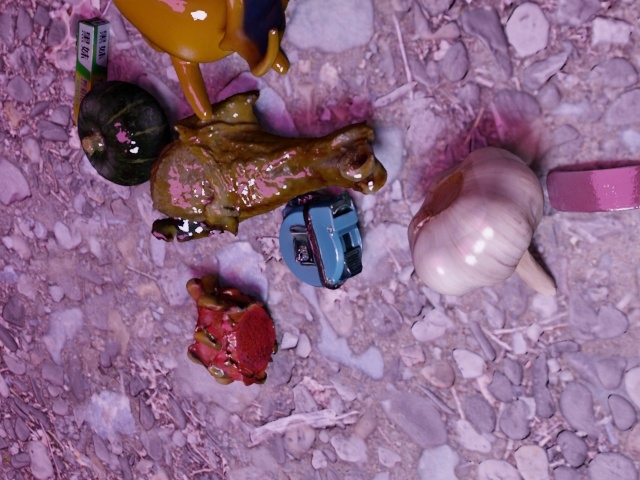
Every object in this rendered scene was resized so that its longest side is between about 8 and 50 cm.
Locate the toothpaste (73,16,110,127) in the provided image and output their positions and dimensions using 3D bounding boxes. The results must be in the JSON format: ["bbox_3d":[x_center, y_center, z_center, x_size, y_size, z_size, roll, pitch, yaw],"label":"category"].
[{"bbox_3d":[-0.370,-0.266,1.483,0.037,0.043,0.179,23,120,22],"label":"toothpaste"}]

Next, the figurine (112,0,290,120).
[{"bbox_3d":[-0.141,-0.347,1.131,0.387,0.268,0.401,120,146,-66],"label":"figurine"}]

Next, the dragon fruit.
[{"bbox_3d":[-0.150,0.136,1.463,0.150,0.133,0.208,-43,66,11],"label":"dragon fruit"}]

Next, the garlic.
[{"bbox_3d":[0.227,0.010,1.155,0.226,0.199,0.199,39,129,-20],"label":"garlic"}]

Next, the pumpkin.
[{"bbox_3d":[-0.308,-0.165,1.435,0.167,0.125,0.167,12,123,19],"label":"pumpkin"}]

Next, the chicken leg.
[{"bbox_3d":[-0.083,-0.122,1.312,0.361,0.140,0.212,-16,77,22],"label":"chicken leg"}]

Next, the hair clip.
[{"bbox_3d":[0.343,-0.063,1.129,0.137,0.022,0.054,-2,105,33],"label":"hair clip"}]

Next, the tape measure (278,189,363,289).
[{"bbox_3d":[0.000,0.000,1.336,0.125,0.081,0.146,-3,105,44],"label":"tape measure"}]
